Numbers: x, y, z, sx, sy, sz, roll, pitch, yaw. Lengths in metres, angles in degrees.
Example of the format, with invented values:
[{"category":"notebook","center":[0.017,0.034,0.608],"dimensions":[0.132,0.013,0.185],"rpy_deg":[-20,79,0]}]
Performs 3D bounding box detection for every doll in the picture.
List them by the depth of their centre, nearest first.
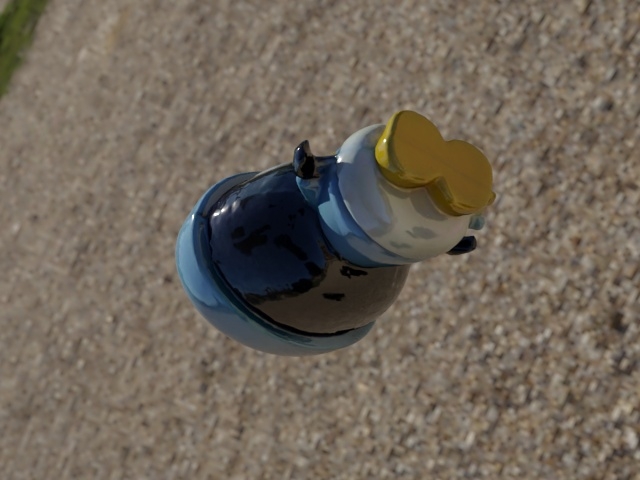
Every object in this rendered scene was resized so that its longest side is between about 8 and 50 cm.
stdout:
[{"category":"doll","center":[0.000,0.000,1.100],"dimensions":[0.314,0.177,0.141],"rpy_deg":[-32,37,48]}]
